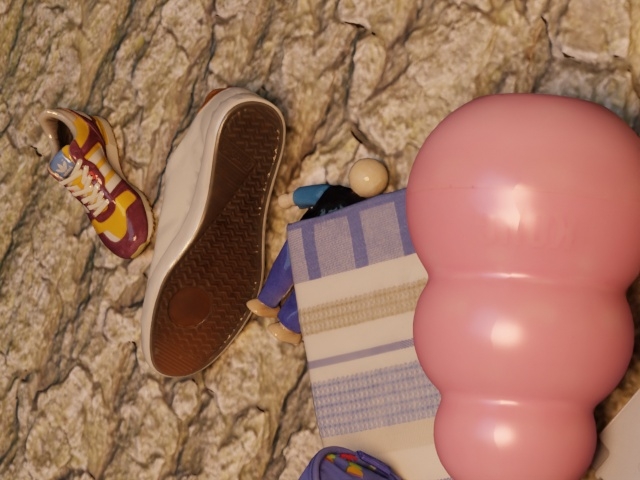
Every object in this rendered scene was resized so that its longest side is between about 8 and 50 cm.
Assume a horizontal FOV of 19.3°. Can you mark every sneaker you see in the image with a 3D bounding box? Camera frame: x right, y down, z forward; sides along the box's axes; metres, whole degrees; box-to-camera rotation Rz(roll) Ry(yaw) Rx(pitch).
[{"bbox_3d":[-0.240,-0.058,1.953,0.069,0.084,0.185,-45,57,25],"label":"sneaker"},{"bbox_3d":[-0.110,-0.011,1.847,0.123,0.106,0.290,39,112,64],"label":"sneaker"}]

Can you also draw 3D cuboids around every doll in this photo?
[{"bbox_3d":[0.000,0.000,1.768,0.129,0.046,0.189,48,113,34],"label":"doll"}]

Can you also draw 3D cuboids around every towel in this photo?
[{"bbox_3d":[0.074,0.100,1.673,0.209,0.034,0.285,-17,80,36],"label":"towel"}]

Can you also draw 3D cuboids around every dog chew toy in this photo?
[{"bbox_3d":[0.164,0.054,1.515,0.207,0.207,0.331,1,82,40],"label":"dog chew toy"}]

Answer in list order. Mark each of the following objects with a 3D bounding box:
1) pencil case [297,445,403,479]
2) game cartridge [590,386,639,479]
[{"bbox_3d":[-0.042,0.296,1.677,0.306,0.119,0.133,-43,27,34],"label":"pencil case"},{"bbox_3d":[0.354,0.203,1.433,0.198,0.062,0.297,-50,55,17],"label":"game cartridge"}]
